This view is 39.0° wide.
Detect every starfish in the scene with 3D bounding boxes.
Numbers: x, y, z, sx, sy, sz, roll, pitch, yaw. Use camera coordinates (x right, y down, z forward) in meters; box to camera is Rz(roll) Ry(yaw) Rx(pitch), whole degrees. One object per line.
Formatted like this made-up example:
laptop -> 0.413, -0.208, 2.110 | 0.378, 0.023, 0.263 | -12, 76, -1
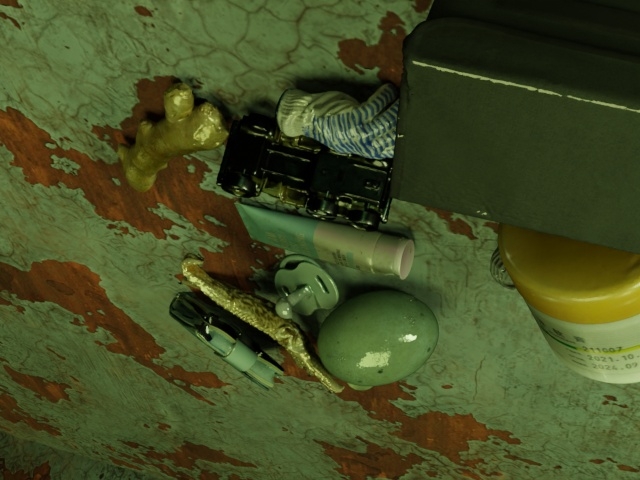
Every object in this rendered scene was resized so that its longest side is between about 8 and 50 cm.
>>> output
starfish -> -0.129, 0.143, 1.753 | 0.432, 0.082, 0.324 | 38, 173, -21

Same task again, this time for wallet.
wallet -> -0.201, 0.217, 1.943 | 0.250, 0.075, 0.176 | 44, 169, -32

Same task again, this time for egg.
egg -> 0.103, 0.177, 1.634 | 0.236, 0.169, 0.169 | -17, 135, 26

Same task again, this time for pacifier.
pacifier -> -0.043, 0.095, 1.656 | 0.150, 0.116, 0.127 | -10, 112, 45

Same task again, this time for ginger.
ginger -> -0.245, -0.150, 1.435 | 0.118, 0.065, 0.299 | 44, 143, -12

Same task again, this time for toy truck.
toy truck -> -0.017, -0.095, 1.332 | 0.257, 0.127, 0.127 | 14, 170, 1

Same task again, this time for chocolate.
chocolate -> 0.305, 0.018, 1.367 | 0.072, 0.072, 0.167 | 20, 149, 1

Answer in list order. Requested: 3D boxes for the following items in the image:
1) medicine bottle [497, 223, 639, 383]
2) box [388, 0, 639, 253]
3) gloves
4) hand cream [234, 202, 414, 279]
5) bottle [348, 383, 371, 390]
medicine bottle -> 0.378, 0.036, 1.187 | 0.237, 0.238, 0.232 | -1, 144, 31
box -> 0.270, -0.153, 0.991 | 0.345, 0.204, 0.251 | 15, 149, 10
gloves -> 0.051, -0.161, 1.232 | 0.229, 0.097, 0.119 | 3, 175, 19
hand cream -> 0.000, 0.000, 1.527 | 0.312, 0.070, 0.111 | 11, 151, 23
bottle -> 0.088, 0.233, 1.830 | 0.072, 0.072, 0.201 | 16, 148, 8
